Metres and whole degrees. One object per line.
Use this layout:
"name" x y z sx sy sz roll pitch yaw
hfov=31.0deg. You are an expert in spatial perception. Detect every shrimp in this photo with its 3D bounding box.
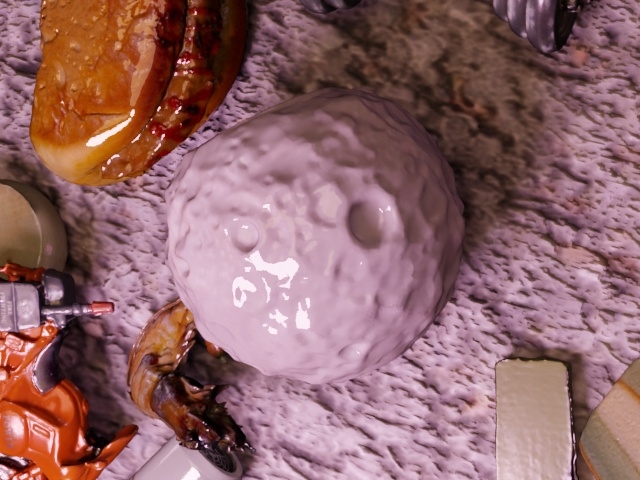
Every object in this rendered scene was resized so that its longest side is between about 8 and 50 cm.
"shrimp" -0.146 0.155 1.413 0.289 0.075 0.178 21 89 59

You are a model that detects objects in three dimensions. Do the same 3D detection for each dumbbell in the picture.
"dumbbell" 0.138 -0.326 1.321 0.406 0.179 0.179 14 93 18

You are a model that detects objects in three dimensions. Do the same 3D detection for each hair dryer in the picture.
"hair dryer" -0.099 0.410 1.433 0.357 0.107 0.173 46 103 6

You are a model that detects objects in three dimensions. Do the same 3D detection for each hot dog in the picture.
"hot dog" -0.218 -0.265 1.440 0.223 0.185 0.405 6 91 21

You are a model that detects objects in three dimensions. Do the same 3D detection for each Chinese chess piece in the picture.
"Chinese chess piece" -0.435 0.011 1.563 0.188 0.083 0.188 -2 85 18

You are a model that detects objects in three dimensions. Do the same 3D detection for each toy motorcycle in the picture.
"toy motorcycle" -0.343 0.186 1.442 0.221 0.148 0.326 -3 93 1

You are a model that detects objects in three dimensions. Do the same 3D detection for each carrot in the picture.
"carrot" -0.139 0.091 1.480 0.035 0.035 0.142 -18 77 18

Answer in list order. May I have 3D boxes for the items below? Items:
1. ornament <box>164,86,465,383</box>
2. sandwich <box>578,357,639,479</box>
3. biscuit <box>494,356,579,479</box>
"ornament" 0.000 0.000 1.277 0.337 0.337 0.337 -1 88 19
"sandwich" 0.381 0.240 1.202 0.227 0.198 0.155 40 101 16
"biscuit" 0.252 0.296 1.330 0.099 0.038 0.322 -3 88 23
